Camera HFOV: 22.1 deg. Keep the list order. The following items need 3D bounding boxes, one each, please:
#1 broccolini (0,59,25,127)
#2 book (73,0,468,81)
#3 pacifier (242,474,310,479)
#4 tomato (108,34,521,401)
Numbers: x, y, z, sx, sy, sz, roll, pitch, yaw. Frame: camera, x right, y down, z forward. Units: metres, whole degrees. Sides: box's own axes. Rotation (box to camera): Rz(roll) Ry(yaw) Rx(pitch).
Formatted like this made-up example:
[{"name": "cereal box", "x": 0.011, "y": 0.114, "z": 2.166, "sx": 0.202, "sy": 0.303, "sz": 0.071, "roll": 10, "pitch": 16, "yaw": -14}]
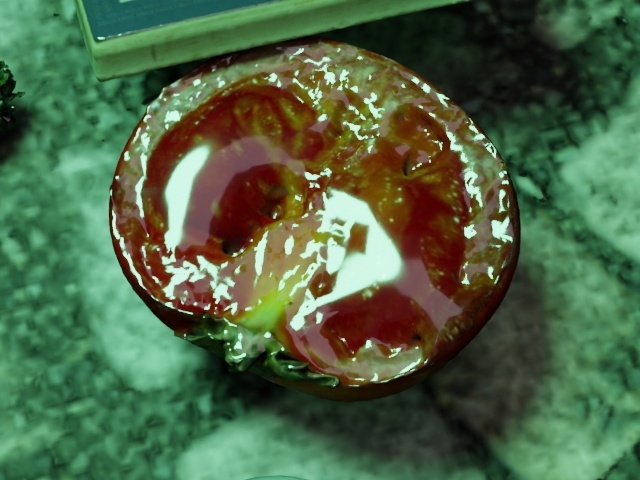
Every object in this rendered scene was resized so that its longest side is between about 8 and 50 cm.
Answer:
[{"name": "broccolini", "x": -0.201, "y": 0.019, "z": 0.668, "sx": 0.051, "sy": 0.054, "sz": 0.239, "roll": 32, "pitch": 72, "yaw": -6}, {"name": "book", "x": -0.032, "y": -0.183, "z": 0.722, "sx": 0.191, "sy": 0.025, "sz": 0.269, "roll": -13, "pitch": 50, "yaw": -9}, {"name": "pacifier", "x": 0.034, "y": 0.183, "z": 0.521, "sx": 0.332, "sy": 0.220, "sz": 0.273, "roll": 7, "pitch": 58, "yaw": -34}, {"name": "tomato", "x": 0.000, "y": 0.000, "z": 0.661, "sx": 0.159, "sy": 0.091, "sz": 0.139, "roll": 20, "pitch": 73, "yaw": 11}]
